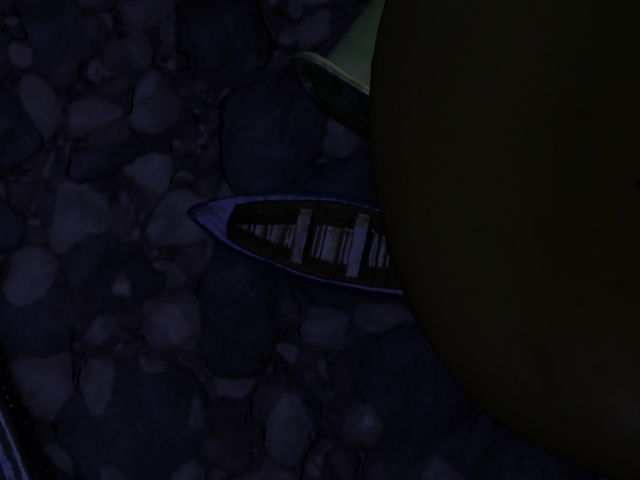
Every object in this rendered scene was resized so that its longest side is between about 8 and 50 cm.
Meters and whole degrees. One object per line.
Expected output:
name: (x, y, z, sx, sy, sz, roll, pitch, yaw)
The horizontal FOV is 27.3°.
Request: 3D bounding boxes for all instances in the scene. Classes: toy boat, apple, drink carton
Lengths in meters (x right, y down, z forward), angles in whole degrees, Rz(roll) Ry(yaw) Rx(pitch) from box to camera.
toy boat: (0.000, 0.000, 1.098, 0.228, 0.046, 0.080, 10, 84, 16)
apple: (0.246, -0.078, 0.798, 0.473, 0.473, 0.474, -2, 80, 14)
drink carton: (0.076, -0.152, 1.061, 0.146, 0.144, 0.142, 35, 84, 17)

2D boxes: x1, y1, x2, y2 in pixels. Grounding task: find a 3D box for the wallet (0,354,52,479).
wallet: (-0.350, 0.226, 1.138, 0.237, 0.075, 0.342, -29, 75, 11)
